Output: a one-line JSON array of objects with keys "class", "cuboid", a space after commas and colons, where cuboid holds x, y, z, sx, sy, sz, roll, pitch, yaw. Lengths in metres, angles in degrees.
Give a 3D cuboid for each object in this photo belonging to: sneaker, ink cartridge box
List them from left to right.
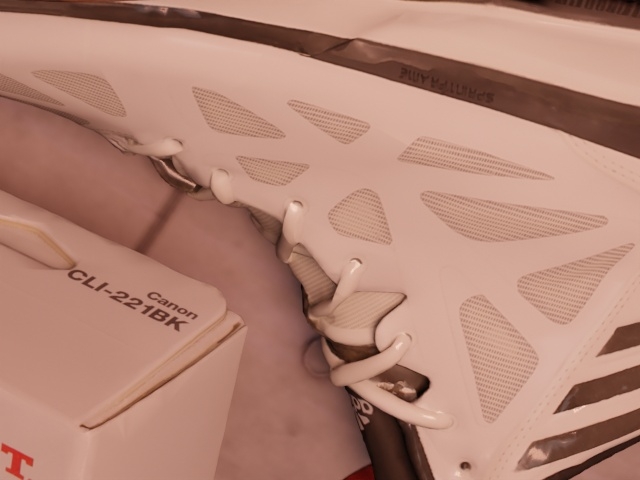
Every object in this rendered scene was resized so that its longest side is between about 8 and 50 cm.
[{"class": "ink cartridge box", "cuboid": [-0.162, 0.124, 0.596, 0.197, 0.114, 0.273, 24, 118, 19]}, {"class": "sneaker", "cuboid": [0.001, 0.000, 0.620, 0.447, 0.169, 0.258, 8, 103, -10]}]

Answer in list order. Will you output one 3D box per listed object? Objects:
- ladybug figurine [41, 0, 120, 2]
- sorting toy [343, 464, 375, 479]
[{"class": "ladybug figurine", "cuboid": [-0.100, -0.229, 0.478, 0.449, 0.305, 0.162, 5, 145, -2]}, {"class": "sorting toy", "cuboid": [-0.011, 0.293, 0.722, 0.127, 0.126, 0.366, 30, 100, -13]}]
